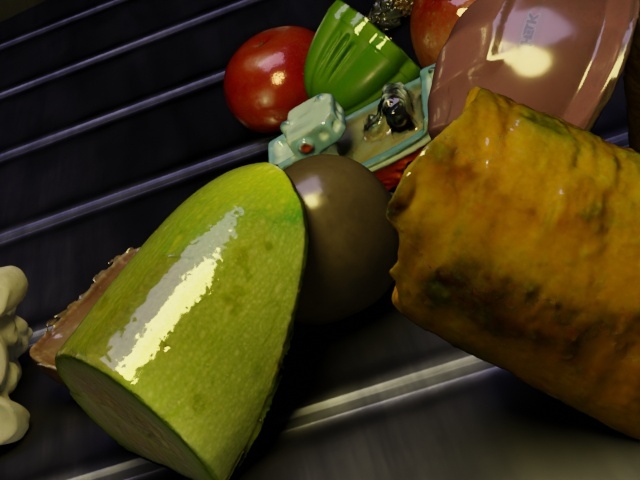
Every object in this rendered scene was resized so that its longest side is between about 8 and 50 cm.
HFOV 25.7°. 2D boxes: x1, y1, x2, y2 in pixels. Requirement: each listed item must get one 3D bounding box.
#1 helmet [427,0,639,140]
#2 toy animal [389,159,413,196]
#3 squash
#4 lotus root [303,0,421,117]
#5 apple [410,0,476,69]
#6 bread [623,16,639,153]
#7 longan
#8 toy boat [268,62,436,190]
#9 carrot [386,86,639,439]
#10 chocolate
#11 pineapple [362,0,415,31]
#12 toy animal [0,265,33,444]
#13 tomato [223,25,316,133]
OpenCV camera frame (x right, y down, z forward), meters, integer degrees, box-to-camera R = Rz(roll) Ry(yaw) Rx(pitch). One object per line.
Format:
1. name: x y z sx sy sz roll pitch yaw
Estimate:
1. helmet: 0.227 -0.181 1.591 0.197 0.338 0.271 18 74 5
2. toy animal: 0.095 -0.011 1.731 0.210 0.121 0.117 -21 66 47
3. squash: -0.120 0.072 1.531 0.234 0.210 0.309 10 52 49
4. lotus root: 0.039 -0.245 2.116 0.186 0.186 0.186 -20 27 10
5. apple: 0.221 -0.311 2.046 0.181 0.168 0.181 -16 23 7
6. bread: 0.395 -0.177 1.601 0.083 0.211 0.114 9 38 27
7. longan: 0.000 0.000 1.622 0.220 0.196 0.196 -50 5 43
8. toy boat: 0.073 -0.155 1.863 0.332 0.133 0.145 -26 34 18
9. carrot: 0.219 0.016 1.281 0.241 0.341 0.241 -64 2 4
10. chocolate: -0.233 0.110 1.760 0.161 0.083 0.261 17 47 31
11. pineapple: 0.117 -0.396 2.415 0.159 0.074 0.074 -42 30 -15
12. toy animal: -0.468 0.129 1.781 0.206 0.271 0.265 -4 9 -13
13. tomato: -0.065 -0.261 2.236 0.195 0.136 0.195 -21 27 11
